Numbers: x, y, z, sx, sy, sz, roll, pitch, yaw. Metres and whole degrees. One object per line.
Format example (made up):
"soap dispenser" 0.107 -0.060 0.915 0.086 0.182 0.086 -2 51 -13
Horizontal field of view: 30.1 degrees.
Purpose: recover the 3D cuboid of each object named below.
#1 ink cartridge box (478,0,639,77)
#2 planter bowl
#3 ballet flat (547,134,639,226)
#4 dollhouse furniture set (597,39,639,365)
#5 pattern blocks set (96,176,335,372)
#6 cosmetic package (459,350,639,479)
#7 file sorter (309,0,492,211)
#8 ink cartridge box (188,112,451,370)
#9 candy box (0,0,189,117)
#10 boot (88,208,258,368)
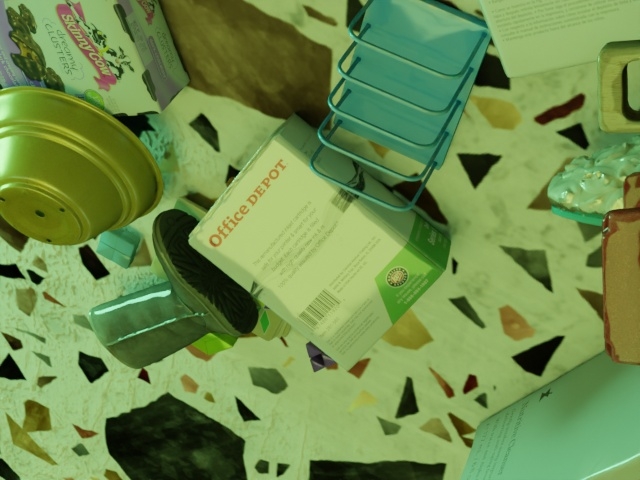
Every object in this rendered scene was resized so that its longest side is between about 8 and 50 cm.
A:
"ink cartridge box" 0.240 -0.266 0.940 0.275 0.060 0.239 -8 121 32
"planter bowl" -0.287 -0.058 1.283 0.217 0.090 0.217 14 146 10
"ballet flat" 0.404 -0.056 0.999 0.408 0.147 0.147 10 129 17
"dollhouse furniture set" 0.282 -0.108 0.838 0.152 0.201 0.374 0 103 19
"pattern blocks set" -0.101 0.034 1.376 0.324 0.026 0.285 36 133 -3
"cosmetic package" 0.306 0.228 1.197 0.156 0.217 0.385 40 132 -7
"file sorter" 0.068 -0.130 1.106 0.118 0.104 0.170 25 134 8
"ink cartridge box" 0.000 0.000 1.226 0.219 0.092 0.160 40 114 -6
"candy box" -0.256 -0.212 1.228 0.196 0.070 0.165 0 126 28
"boot" -0.194 0.062 1.390 0.208 0.076 0.190 -12 117 42
